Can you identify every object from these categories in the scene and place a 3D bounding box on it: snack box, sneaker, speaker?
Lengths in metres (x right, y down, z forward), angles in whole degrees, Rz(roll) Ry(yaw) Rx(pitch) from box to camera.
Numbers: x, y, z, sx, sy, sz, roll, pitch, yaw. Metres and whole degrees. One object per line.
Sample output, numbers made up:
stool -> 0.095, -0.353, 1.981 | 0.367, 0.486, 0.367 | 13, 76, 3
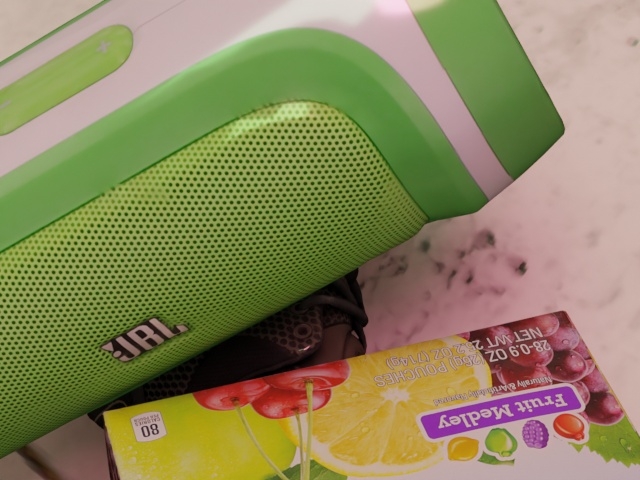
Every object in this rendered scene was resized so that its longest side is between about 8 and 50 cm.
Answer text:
snack box -> 0.038, 0.130, 0.466 | 0.174, 0.070, 0.207 | -12, 46, -14
sneaker -> 0.000, 0.000, 0.601 | 0.130, 0.087, 0.227 | 34, 76, 31
speaker -> -0.072, -0.012, 0.508 | 0.296, 0.131, 0.131 | -29, 53, 10
